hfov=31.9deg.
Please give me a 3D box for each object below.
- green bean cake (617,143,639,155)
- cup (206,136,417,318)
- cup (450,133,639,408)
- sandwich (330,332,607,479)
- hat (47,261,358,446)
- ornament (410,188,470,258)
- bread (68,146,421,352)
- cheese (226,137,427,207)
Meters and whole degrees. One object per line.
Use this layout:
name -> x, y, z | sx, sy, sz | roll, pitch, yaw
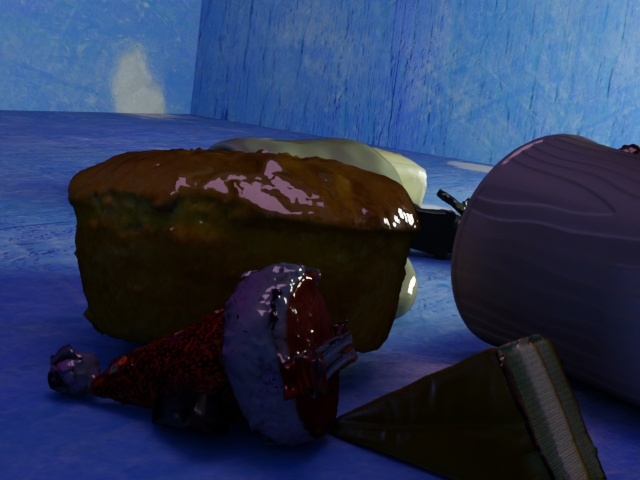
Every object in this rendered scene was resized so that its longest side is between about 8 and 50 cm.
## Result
green bean cake -> 0.362, 0.004, 1.242 | 0.097, 0.232, 0.199 | -43, 38, -15
cup -> 0.001, -0.020, 1.207 | 0.202, 0.173, 0.255 | -1, 12, -33
cup -> 0.301, 0.017, 1.005 | 0.288, 0.208, 0.273 | -27, 25, -20
sandwich -> 0.097, 0.146, 0.771 | 0.163, 0.113, 0.079 | -29, -13, 36
hat -> -0.089, 0.092, 0.773 | 0.228, 0.128, 0.140 | -8, 23, 15
ornament -> 0.174, -0.027, 1.675 | 0.202, 0.080, 0.236 | 9, 12, -5
bread -> -0.061, 0.007, 0.958 | 0.312, 0.172, 0.312 | 4, 4, 0
cheese -> -0.003, -0.096, 1.815 | 0.266, 0.123, 0.242 | 2, 7, -30
